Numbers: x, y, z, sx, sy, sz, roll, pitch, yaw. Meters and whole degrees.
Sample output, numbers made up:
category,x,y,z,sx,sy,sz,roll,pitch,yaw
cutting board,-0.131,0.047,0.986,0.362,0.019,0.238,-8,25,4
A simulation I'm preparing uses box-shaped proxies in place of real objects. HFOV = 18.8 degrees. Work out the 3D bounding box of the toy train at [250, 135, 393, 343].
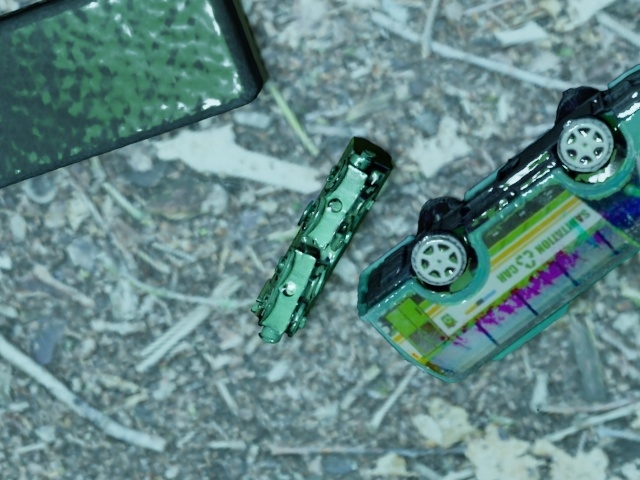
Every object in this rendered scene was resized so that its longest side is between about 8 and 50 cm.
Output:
category,x,y,z,sx,sy,sz,roll,pitch,yaw
toy train,0.000,0.000,1.266,0.038,0.071,0.148,30,109,-1

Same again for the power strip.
category,x,y,z,sx,sy,sz,roll,pitch,yaw
power strip,-0.171,-0.104,1.256,0.256,0.070,0.105,-18,102,10

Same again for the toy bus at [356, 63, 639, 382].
category,x,y,z,sx,sy,sz,roll,pitch,yaw
toy bus,0.144,-0.015,1.237,0.261,0.091,0.109,-38,106,18
